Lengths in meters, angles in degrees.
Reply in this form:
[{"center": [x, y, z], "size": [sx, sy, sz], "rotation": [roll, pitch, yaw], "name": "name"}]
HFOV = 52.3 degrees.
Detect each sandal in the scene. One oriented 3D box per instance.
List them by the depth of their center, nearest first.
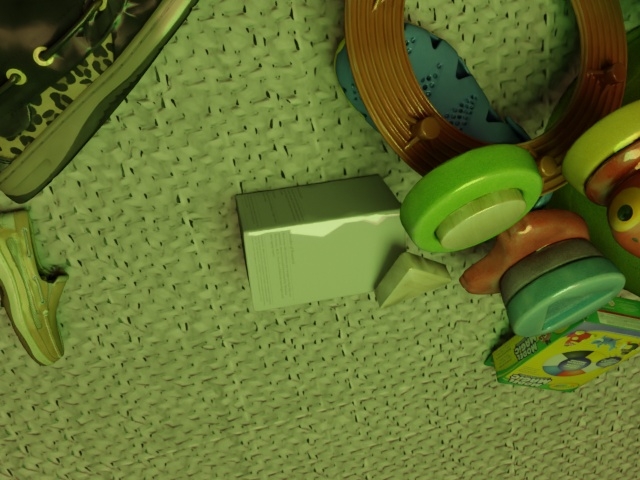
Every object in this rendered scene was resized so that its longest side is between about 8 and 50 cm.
[{"center": [0.151, -0.122, 0.713], "size": [0.317, 0.138, 0.126], "rotation": [32, 108, -23], "name": "sandal"}]

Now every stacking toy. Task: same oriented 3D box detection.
[{"center": [0.215, 0.023, 0.639], "size": [0.280, 0.130, 0.309], "rotation": [-12, 150, -16], "name": "stacking toy"}]

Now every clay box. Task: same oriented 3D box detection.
[{"center": [0.333, 0.149, 0.885], "size": [0.127, 0.053, 0.222], "rotation": [11, 142, -16], "name": "clay box"}]

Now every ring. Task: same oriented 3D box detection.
[{"center": [0.182, -0.205, 0.648], "size": [0.337, 0.032, 0.336], "rotation": [1, 88, -22], "name": "ring"}]

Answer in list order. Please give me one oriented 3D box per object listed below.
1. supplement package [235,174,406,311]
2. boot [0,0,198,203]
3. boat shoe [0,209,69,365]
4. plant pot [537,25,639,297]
[{"center": [0.000, 0.000, 0.757], "size": [0.179, 0.105, 0.105], "rotation": [-9, 118, -8], "name": "supplement package"}, {"center": [-0.271, -0.243, 0.561], "size": [0.284, 0.138, 0.377], "rotation": [36, 109, -26], "name": "boot"}, {"center": [-0.320, 0.056, 0.739], "size": [0.072, 0.068, 0.190], "rotation": [-20, 119, -15], "name": "boat shoe"}, {"center": [0.487, -0.034, 0.708], "size": [0.366, 0.353, 0.366], "rotation": [-5, 118, -10], "name": "plant pot"}]
